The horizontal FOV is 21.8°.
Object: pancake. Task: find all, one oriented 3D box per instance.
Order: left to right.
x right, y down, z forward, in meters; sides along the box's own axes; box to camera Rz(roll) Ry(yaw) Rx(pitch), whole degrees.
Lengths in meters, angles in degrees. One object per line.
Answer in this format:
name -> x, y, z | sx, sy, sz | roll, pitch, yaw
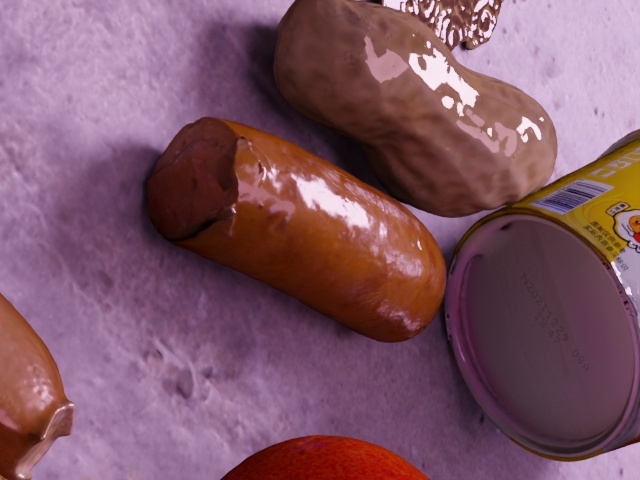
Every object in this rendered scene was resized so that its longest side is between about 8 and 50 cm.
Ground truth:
pancake -> 0.102, -0.170, 1.337 | 0.190, 0.020, 0.184 | -19, 103, -46

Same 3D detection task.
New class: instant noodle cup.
instant noodle cup -> 0.240, 0.051, 1.325 | 0.200, 0.264, 0.264 | -19, 103, -40

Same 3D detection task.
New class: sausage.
sausage -> 0.001, -0.002, 1.159 | 0.270, 0.109, 0.108 | 29, 68, -47

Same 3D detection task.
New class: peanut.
peanut -> 0.066, -0.094, 1.218 | 0.257, 0.124, 0.123 | 26, 69, -34

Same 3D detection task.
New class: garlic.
garlic -> -0.236, 0.050, 0.887 | 0.115, 0.128, 0.206 | -36, 122, 7

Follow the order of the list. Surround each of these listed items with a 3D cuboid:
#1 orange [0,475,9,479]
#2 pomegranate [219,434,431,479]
orange -> -0.231, 0.203, 0.791 | 0.240, 0.240, 0.240 | 2, 88, -48
pomegranate -> 0.020, 0.246, 1.098 | 0.257, 0.221, 0.220 | 31, 66, -52
